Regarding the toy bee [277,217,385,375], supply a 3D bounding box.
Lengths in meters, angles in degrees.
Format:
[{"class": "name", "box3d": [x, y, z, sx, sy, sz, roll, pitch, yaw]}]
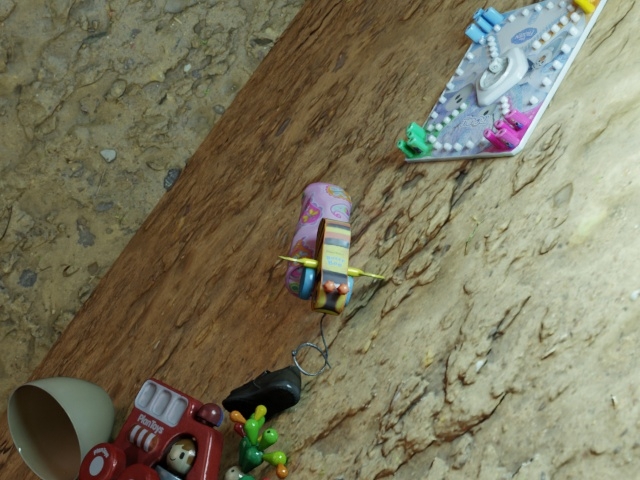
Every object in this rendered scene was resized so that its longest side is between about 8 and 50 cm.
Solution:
[{"class": "toy bee", "box3d": [0.029, 0.079, 1.674, 0.162, 0.195, 0.298, 121, 138, -64]}]

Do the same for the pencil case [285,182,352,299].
[{"class": "pencil case", "box3d": [0.000, 0.000, 1.907, 0.124, 0.124, 0.284, -39, 26, 32]}]

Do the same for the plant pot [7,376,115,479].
[{"class": "plant pot", "box3d": [-0.656, 0.475, 2.368, 0.284, 0.284, 0.191, -35, -7, 38]}]

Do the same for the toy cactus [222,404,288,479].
[{"class": "toy cactus", "box3d": [-0.140, 0.410, 1.633, 0.180, 0.112, 0.219, -55, 29, 23]}]

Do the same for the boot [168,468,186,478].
[{"class": "boot", "box3d": [-0.288, 0.473, 1.881, 0.219, 0.082, 0.106, 44, 124, 57]}]

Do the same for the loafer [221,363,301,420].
[{"class": "loafer", "box3d": [-0.106, 0.298, 1.750, 0.220, 0.080, 0.078, -24, 27, 42]}]

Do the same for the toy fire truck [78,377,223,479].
[{"class": "toy fire truck", "box3d": [-0.301, 0.411, 1.726, 0.302, 0.169, 0.253, 12, 71, 46]}]

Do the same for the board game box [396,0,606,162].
[{"class": "board game box", "box3d": [0.347, -0.333, 1.781, 0.389, 0.050, 0.390, -59, 23, -12]}]
